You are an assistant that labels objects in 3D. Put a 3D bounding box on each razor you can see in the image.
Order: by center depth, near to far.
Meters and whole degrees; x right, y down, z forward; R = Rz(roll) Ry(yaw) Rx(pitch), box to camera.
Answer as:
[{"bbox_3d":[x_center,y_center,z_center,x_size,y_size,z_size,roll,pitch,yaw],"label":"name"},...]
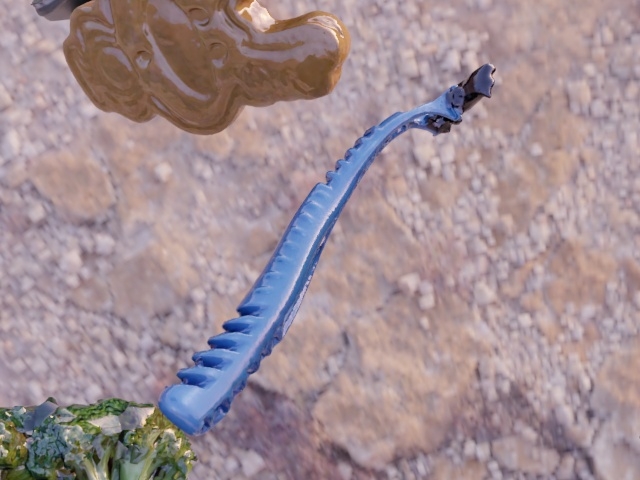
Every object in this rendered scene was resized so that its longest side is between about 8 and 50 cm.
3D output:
[{"bbox_3d":[0.000,0.000,0.875,0.042,0.082,0.253,40,71,-6],"label":"razor"}]

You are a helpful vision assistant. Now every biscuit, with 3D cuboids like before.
[{"bbox_3d":[-0.090,-0.142,1.126,0.236,0.144,0.040,-15,16,39],"label":"biscuit"}]

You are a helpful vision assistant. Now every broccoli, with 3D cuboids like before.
[{"bbox_3d":[-0.169,0.219,0.975,0.269,0.254,0.269,-18,55,29],"label":"broccoli"}]

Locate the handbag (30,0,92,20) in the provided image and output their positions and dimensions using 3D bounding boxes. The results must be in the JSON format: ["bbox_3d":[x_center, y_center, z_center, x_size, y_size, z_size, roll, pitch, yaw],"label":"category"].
[{"bbox_3d":[-0.097,-0.264,1.382,0.260,0.247,0.079,-43,101,-35],"label":"handbag"}]
